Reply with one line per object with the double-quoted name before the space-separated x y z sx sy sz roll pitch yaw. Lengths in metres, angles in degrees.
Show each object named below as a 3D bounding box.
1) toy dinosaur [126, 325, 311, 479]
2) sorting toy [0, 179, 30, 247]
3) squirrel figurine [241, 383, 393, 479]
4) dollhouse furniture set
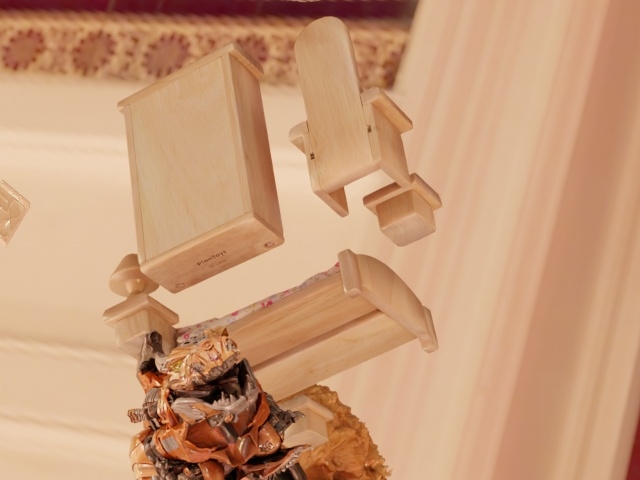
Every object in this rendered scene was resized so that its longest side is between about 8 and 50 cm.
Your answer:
"toy dinosaur" -0.073 0.179 1.267 0.218 0.164 0.322 51 174 16
"sorting toy" -0.368 -0.037 1.875 0.083 0.062 0.012 36 -168 34
"squirrel figurine" 0.020 0.368 2.051 0.281 0.397 0.370 -6 167 32
"dollhouse furniture set" 0.000 0.000 1.376 0.303 0.174 0.355 -25 144 21
